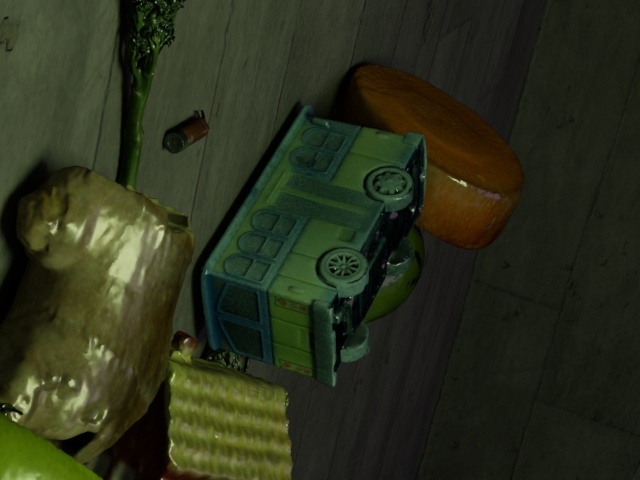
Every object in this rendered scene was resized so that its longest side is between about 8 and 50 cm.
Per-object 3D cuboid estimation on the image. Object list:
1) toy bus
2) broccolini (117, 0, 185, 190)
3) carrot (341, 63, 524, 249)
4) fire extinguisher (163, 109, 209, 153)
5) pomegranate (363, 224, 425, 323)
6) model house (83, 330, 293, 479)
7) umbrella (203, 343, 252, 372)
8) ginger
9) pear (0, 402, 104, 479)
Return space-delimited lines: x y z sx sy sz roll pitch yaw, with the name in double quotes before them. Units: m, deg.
"toy bus" 0.000 0.000 1.894 0.152 0.190 0.312 86 26 -47
"broccolini" -0.163 -0.132 1.427 0.054 0.051 0.239 -64 172 -51
"carrot" 0.142 -0.122 2.132 0.258 0.307 0.100 12 123 -42
"fire extinguisher" -0.131 -0.110 1.604 0.083 0.022 0.028 -44 119 -63
"pomegranate" 0.027 0.033 2.121 0.248 0.202 0.202 -44 -179 30
"model house" -0.140 0.220 1.595 0.196 0.160 0.254 18 94 -50
"umbrella" -0.109 0.139 1.953 0.067 0.062 0.143 -44 180 26
"ginger" -0.204 0.058 1.334 0.221 0.130 0.276 80 31 -43
"pear" -0.274 0.275 1.160 0.286 0.176 0.282 102 13 -66
